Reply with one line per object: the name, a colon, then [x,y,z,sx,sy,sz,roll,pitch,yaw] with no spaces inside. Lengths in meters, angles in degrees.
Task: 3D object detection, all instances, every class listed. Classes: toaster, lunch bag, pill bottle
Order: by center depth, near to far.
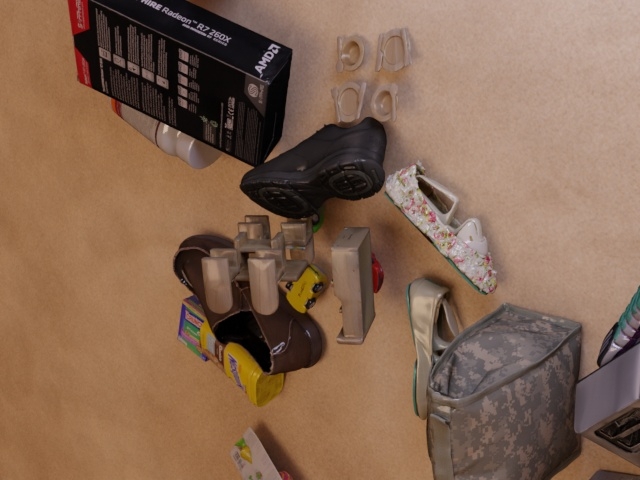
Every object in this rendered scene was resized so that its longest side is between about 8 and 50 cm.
toaster: [0.452,0.224,1.365,0.168,0.110,0.185,29,139,-11]
lunch bag: [0.245,0.260,1.498,0.169,0.287,0.235,14,119,39]
pill bottle: [-0.275,-0.229,1.888,0.221,0.121,0.121,37,131,25]

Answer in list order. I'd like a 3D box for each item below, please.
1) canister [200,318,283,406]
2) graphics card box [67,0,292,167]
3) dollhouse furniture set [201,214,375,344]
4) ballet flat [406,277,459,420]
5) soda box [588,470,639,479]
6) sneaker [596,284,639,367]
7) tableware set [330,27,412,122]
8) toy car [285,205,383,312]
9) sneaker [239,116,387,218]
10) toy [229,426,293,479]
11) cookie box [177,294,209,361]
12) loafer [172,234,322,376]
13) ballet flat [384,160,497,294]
canister: [-0.155,0.228,2.019,0.170,0.073,0.126,39,149,27]
graphics card box: [-0.233,-0.287,1.714,0.371,0.094,0.233,27,147,10]
dollhouse furniture set: [-0.043,0.069,1.669,0.242,0.212,0.161,1,110,15]
ballet flat: [0.187,0.181,1.676,0.086,0.086,0.248,11,116,41]
soda box: [0.374,0.439,1.457,0.091,0.286,0.098,-4,107,44]
sneaker: [0.459,0.108,1.386,0.098,0.083,0.223,28,135,8]
tableware set: [0.074,-0.250,1.585,0.169,0.020,0.141,5,94,45]
toy car: [0.000,0.000,1.783,0.239,0.053,0.225,-20,94,47]
sneaker: [-0.006,-0.119,1.676,0.286,0.130,0.109,-10,140,35]
toy: [-0.092,0.500,2.114,0.237,0.056,0.137,54,141,17]
cookie box: [-0.244,0.178,2.116,0.092,0.040,0.107,34,129,29]
loafer: [-0.159,0.118,1.938,0.366,0.130,0.134,36,131,26]
ballet flat: [0.193,-0.025,1.566,0.241,0.091,0.077,47,113,13]
